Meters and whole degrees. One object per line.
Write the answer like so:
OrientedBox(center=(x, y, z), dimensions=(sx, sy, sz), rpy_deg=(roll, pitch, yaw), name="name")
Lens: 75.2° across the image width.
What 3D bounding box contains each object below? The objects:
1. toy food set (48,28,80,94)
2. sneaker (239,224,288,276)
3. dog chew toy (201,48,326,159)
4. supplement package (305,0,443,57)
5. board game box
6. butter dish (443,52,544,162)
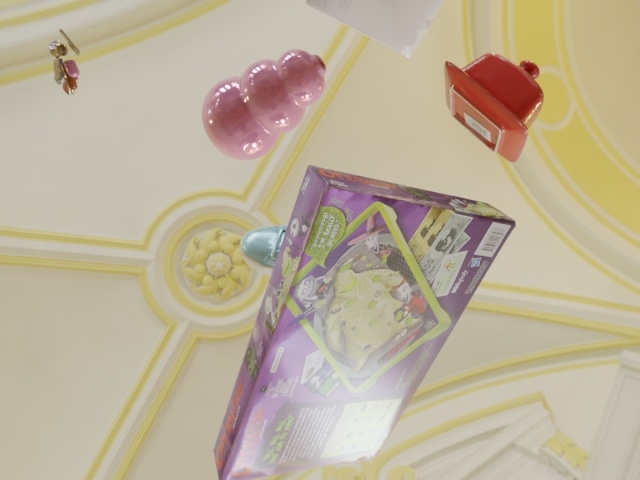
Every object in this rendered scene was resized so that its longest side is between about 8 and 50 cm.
OrientedBox(center=(-0.455, -0.305, 0.737), dimensions=(0.078, 0.122, 0.019), rpy_deg=(50, -132, 3), name="toy food set")
OrientedBox(center=(0.000, 0.000, 0.880), dimensions=(0.365, 0.150, 0.135), rpy_deg=(5, -126, 6), name="sneaker")
OrientedBox(center=(-0.131, -0.338, 1.016), dimensions=(0.331, 0.206, 0.207), rpy_deg=(-25, -79, 26), name="dog chew toy")
OrientedBox(center=(0.128, -0.611, 1.008), dimensions=(0.292, 0.175, 0.178), rpy_deg=(19, -53, -19), name="supplement package")
OrientedBox(center=(0.031, 0.108, 0.424), dimensions=(0.208, 0.056, 0.347), rpy_deg=(5, -61, -32), name="board game box")
OrientedBox(center=(0.276, -0.220, 0.628), dimensions=(0.118, 0.160, 0.160), rpy_deg=(-44, -108, 7), name="butter dish")
